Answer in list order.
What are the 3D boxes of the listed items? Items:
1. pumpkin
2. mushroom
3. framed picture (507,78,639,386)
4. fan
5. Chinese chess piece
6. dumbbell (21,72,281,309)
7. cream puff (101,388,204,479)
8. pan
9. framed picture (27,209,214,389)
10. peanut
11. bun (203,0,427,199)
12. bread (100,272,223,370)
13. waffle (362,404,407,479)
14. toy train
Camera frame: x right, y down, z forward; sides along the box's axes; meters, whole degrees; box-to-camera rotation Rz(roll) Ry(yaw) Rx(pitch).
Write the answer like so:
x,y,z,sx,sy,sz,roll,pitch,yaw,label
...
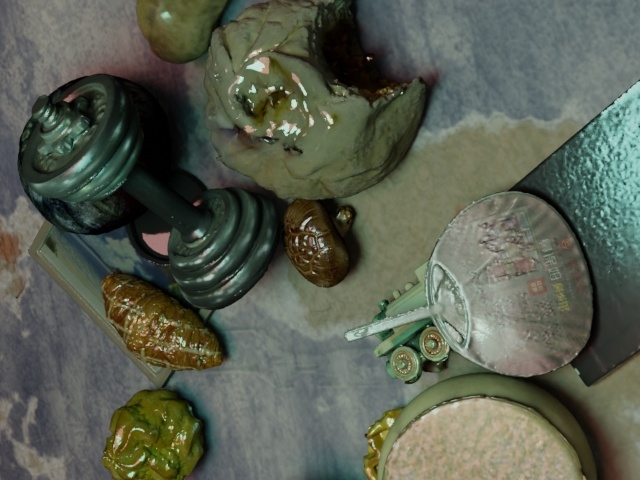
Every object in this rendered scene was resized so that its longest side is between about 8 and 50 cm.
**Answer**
x,y,z,sx,sy,sz,roll,pitch,yaw,label
-0.314,-0.123,1.942,0.233,0.163,0.233,-17,56,27,pumpkin
-0.006,0.001,1.836,0.109,0.085,0.126,-43,69,34,mushroom
0.364,-0.015,1.631,0.338,0.014,0.255,-43,76,33,framed picture
0.190,0.044,1.685,0.294,0.012,0.223,11,95,11,fan
0.204,0.297,1.706,0.270,0.112,0.270,2,99,13,Chinese chess piece
-0.212,-0.059,1.781,0.179,0.406,0.179,-29,41,28,dumbbell
-0.252,0.297,2.040,0.156,0.156,0.121,32,148,24,cream puff
-0.174,-0.015,1.967,0.235,0.028,0.136,21,97,23,pan
-0.290,0.038,2.071,0.315,0.024,0.232,44,121,17,framed picture
-0.178,-0.341,1.849,0.129,0.129,0.224,38,128,21,peanut
-0.030,-0.172,1.739,0.281,0.205,0.281,10,108,33,bun
-0.246,0.125,2.009,0.233,0.076,0.105,33,116,23,bread
0.125,0.331,1.846,0.249,0.056,0.253,2,104,31,waffle
0.143,0.098,1.769,0.194,0.081,0.125,-38,71,33,toy train
